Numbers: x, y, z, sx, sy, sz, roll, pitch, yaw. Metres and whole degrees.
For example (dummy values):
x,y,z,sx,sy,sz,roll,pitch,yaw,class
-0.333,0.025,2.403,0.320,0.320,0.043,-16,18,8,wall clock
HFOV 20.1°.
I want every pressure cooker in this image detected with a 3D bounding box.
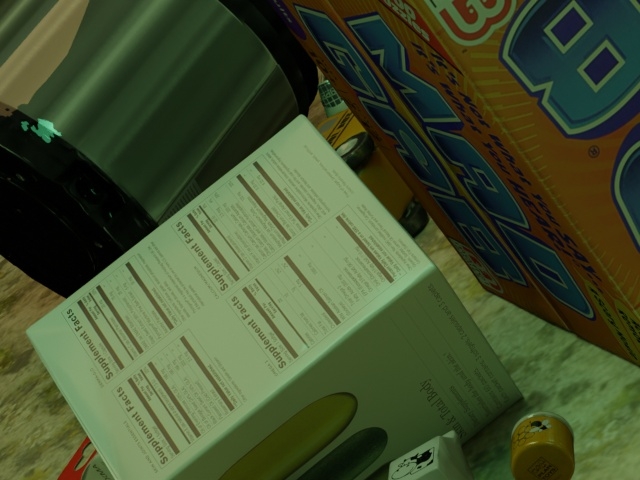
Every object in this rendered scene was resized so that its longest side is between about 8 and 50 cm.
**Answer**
x,y,z,sx,sy,sz,roll,pitch,yaw,class
-0.207,-0.165,2.034,0.420,0.375,0.370,-54,7,-22,pressure cooker

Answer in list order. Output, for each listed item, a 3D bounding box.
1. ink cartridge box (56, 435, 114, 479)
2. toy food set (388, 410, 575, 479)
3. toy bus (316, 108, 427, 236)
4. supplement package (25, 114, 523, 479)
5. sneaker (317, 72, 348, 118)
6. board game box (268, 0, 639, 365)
x,y,z,sx,sy,sz,roll,pitch,yaw,class
-0.176,0.165,1.738,0.232,0.066,0.189,-15,29,39,ink cartridge box
0.075,0.176,1.184,0.232,0.111,0.104,-33,20,20,toy food set
0.000,0.000,1.715,0.130,0.108,0.332,-20,26,41,toy bus
-0.032,0.093,1.336,0.263,0.199,0.198,-38,49,-1,supplement package
0.053,-0.193,2.080,0.090,0.095,0.235,-31,19,23,sneaker
0.223,-0.173,1.344,0.356,0.356,0.356,-41,19,-8,board game box
